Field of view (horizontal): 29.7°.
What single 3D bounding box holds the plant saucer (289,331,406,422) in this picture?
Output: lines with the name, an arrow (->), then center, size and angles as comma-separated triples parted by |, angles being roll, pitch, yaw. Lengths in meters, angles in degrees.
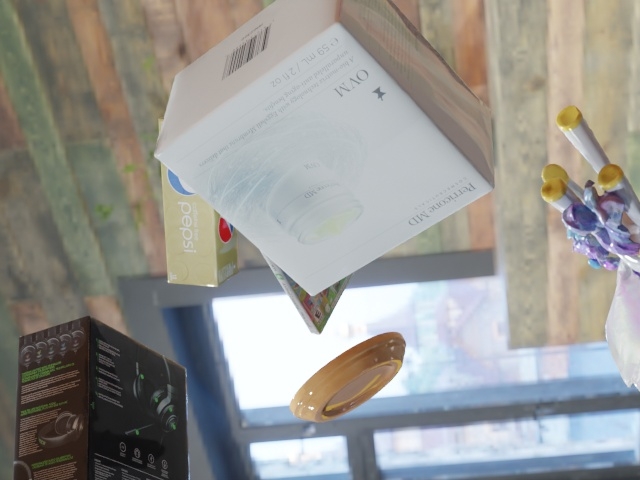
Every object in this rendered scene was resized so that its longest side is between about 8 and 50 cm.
plant saucer -> 0.047, 0.208, 1.779 | 0.037, 0.200, 0.200 | 56, 175, 21

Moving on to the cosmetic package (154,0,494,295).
cosmetic package -> 0.008, -0.101, 1.130 | 0.224, 0.224, 0.138 | 42, -148, -28

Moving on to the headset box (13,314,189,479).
headset box -> -0.302, 0.267, 1.694 | 0.246, 0.131, 0.283 | 39, -140, -54

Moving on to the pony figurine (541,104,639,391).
pony figurine -> 0.488, 0.006, 1.806 | 0.363, 0.303, 0.351 | 41, -163, -29

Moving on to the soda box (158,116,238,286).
soda box -> -0.129, -0.045, 1.290 | 0.058, 0.061, 0.181 | -35, -54, -66

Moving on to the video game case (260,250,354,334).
video game case -> 0.000, 0.000, 1.805 | 0.212, 0.023, 0.193 | -60, -43, -33
